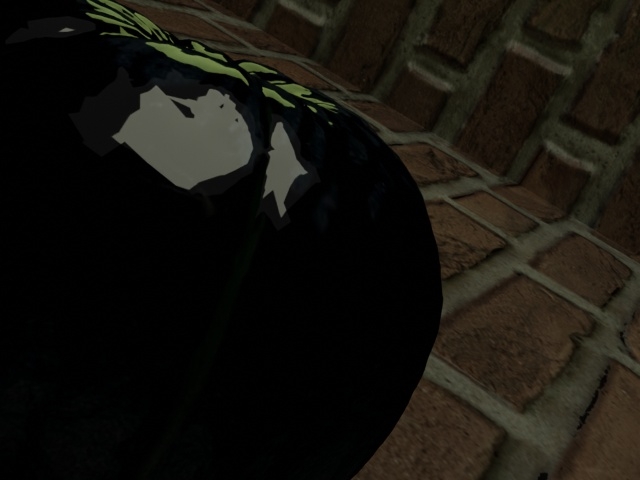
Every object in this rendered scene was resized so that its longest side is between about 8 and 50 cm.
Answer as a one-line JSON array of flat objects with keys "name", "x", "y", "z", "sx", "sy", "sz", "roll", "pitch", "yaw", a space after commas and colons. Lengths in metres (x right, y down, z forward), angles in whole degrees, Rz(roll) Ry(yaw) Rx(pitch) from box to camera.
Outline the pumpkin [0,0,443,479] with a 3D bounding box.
[{"name": "pumpkin", "x": -0.105, "y": 0.008, "z": 0.587, "sx": 0.363, "sy": 0.266, "sz": 0.363, "roll": 22, "pitch": 14, "yaw": -6}]
